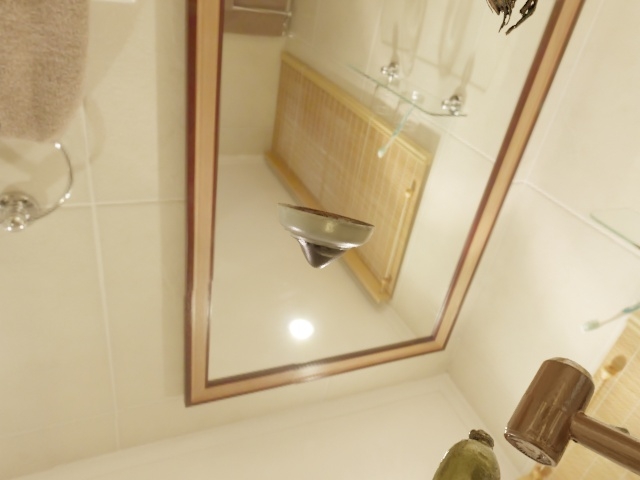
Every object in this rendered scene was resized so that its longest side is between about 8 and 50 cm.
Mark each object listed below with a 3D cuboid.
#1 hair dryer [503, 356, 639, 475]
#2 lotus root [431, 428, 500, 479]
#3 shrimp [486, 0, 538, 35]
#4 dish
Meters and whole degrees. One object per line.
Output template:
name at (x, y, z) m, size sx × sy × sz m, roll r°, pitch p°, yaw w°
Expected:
hair dryer at (0.305, 0.209, 0.516) m, size 0.182 × 0.064 × 0.117 m, roll 21°, pitch -117°, yaw 43°
lotus root at (0.191, 0.330, 0.640) m, size 0.077 × 0.090 × 0.183 m, roll 14°, pitch -135°, yaw 35°
shrimp at (0.232, -0.316, 0.571) m, size 0.075 × 0.073 × 0.190 m, roll -8°, pitch -124°, yaw 43°
dish at (0.000, 0.000, 0.680) m, size 0.141 × 0.077 × 0.141 m, roll 14°, pitch -173°, yaw -2°
